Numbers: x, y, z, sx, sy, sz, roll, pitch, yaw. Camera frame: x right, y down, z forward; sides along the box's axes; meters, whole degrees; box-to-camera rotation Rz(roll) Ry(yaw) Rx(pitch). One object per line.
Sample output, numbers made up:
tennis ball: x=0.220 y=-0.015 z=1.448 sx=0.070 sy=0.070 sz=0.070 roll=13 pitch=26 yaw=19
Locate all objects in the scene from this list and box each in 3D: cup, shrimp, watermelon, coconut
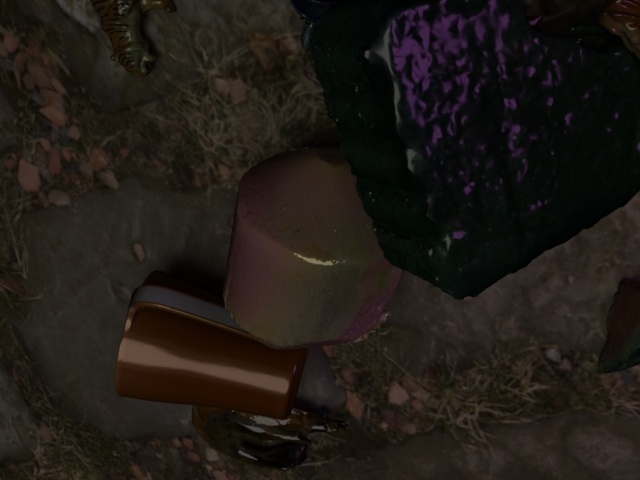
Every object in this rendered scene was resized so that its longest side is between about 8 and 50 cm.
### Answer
cup: x=-0.152 y=0.143 z=1.083 sx=0.264 sy=0.182 sz=0.226 roll=14 pitch=149 yaw=2
shrimp: x=-0.085 y=0.304 z=1.210 sx=0.254 sy=0.059 sz=0.145 roll=9 pitch=120 yaw=13
watermelon: x=0.403 y=0.116 z=0.981 sx=0.101 sy=0.080 sz=0.155 roll=3 pitch=119 yaw=-24
coconut: x=0.000 y=0.000 z=0.958 sx=0.233 sy=0.233 sz=0.245 roll=22 pitch=126 yaw=6

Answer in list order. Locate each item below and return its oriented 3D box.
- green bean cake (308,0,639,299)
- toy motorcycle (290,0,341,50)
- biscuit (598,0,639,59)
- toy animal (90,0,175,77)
green bean cake: x=0.172 y=-0.138 z=0.795 sx=0.307 sy=0.169 sz=0.300 roll=-27 pitch=112 yaw=-17
toy motorcycle: x=0.040 y=-0.326 z=0.808 sx=0.113 sy=0.169 sz=0.315 roll=30 pitch=120 yaw=3
biscuit: x=0.365 y=-0.190 z=0.777 sx=0.031 sy=0.228 sz=0.176 roll=-1 pitch=94 yaw=61
toy animal: x=-0.256 y=-0.320 z=0.965 sx=0.099 sy=0.057 sz=0.241 roll=-19 pitch=108 yaw=24
